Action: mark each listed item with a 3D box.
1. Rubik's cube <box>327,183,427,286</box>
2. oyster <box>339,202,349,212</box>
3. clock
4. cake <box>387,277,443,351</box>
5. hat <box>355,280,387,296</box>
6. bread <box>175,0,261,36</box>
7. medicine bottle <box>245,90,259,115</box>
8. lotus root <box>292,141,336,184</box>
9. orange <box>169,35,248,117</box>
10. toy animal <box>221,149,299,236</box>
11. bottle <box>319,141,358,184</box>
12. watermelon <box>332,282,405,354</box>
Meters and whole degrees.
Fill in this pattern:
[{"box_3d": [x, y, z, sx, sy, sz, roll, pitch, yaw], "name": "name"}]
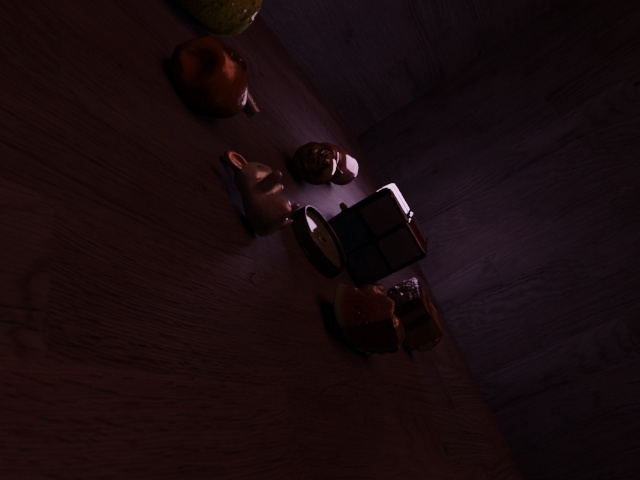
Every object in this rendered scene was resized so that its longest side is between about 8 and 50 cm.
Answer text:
[{"box_3d": [0.240, -0.028, 1.810, 0.313, 0.318, 0.316, 60, 19, -2], "name": "Rubik's cube"}, {"box_3d": [0.204, -0.011, 2.084, 0.396, 0.111, 0.204, 58, 0, -1], "name": "oyster"}, {"box_3d": [0.000, 0.000, 1.536, 0.281, 0.055, 0.281, 51, 19, -25], "name": "clock"}, {"box_3d": [0.417, 0.339, 1.893, 0.293, 0.196, 0.199, 54, 16, -14], "name": "cake"}, {"box_3d": [0.178, 0.262, 1.562, 0.140, 0.128, 0.227, 75, 18, -50], "name": "hat"}, {"box_3d": [-0.402, -0.976, 1.591, 0.307, 0.348, 0.348, 7, 54, -60], "name": "bread"}, {"box_3d": [-0.309, -0.572, 1.626, 0.221, 0.061, 0.092, 55, -1, -16], "name": "medicine bottle"}, {"box_3d": [-0.017, -0.327, 1.844, 0.183, 0.182, 0.310, 58, 13, -3], "name": "lotus root"}, {"box_3d": [-0.306, -0.486, 1.271, 0.249, 0.183, 0.249, 49, 22, -27], "name": "orange"}, {"box_3d": [-0.165, -0.154, 1.182, 0.140, 0.138, 0.283, 121, -53, -74], "name": "toy animal"}, {"box_3d": [0.072, -0.374, 2.142, 0.206, 0.173, 0.297, 57, 15, 19], "name": "bottle"}, {"box_3d": [0.160, 0.261, 1.313, 0.318, 0.226, 0.148, 38, 52, -24], "name": "watermelon"}]
